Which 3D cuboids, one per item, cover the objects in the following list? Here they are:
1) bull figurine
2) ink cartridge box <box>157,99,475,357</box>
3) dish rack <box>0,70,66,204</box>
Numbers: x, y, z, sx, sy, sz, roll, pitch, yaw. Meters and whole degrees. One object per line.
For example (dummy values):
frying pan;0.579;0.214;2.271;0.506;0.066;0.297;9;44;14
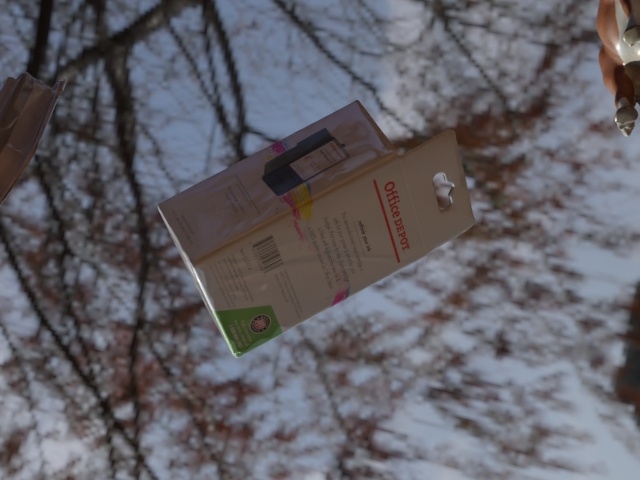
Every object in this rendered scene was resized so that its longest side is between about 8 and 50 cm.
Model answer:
bull figurine;0.318;-0.233;1.459;0.310;0.101;0.188;73;-166;-46
ink cartridge box;0.002;-0.030;1.853;0.353;0.119;0.207;-28;-40;-7
dish rack;-0.368;-0.036;1.466;0.285;0.072;0.333;-49;16;13
